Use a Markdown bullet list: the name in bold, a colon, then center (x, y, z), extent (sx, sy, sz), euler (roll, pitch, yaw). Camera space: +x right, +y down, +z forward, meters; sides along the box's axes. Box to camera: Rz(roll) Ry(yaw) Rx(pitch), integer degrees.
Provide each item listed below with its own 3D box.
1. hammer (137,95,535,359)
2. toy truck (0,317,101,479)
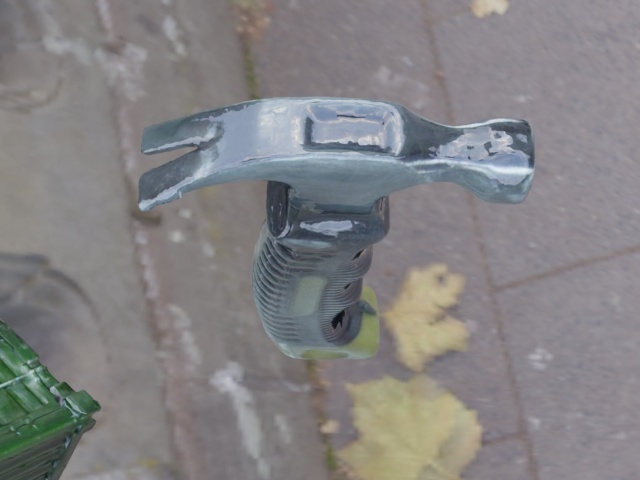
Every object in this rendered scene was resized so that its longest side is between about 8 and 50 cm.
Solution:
- **hammer**: center (0.000, 0.000, 0.767), extent (0.158, 0.226, 0.041), euler (3, 68, -3)
- **toy truck**: center (-0.185, 0.135, 0.567), extent (0.088, 0.121, 0.259), euler (43, 124, 17)
